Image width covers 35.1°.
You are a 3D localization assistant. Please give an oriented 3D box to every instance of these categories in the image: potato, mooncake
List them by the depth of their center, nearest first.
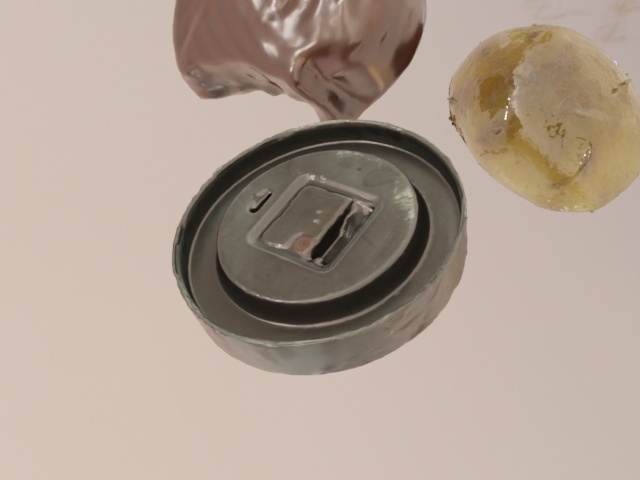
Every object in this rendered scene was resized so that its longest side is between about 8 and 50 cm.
[{"bbox_3d":[-0.045,-0.293,1.286,0.326,0.334,0.174,54,-163,27],"label":"mooncake"},{"bbox_3d":[0.313,-0.185,1.373,0.299,0.239,0.116,49,177,15],"label":"potato"}]

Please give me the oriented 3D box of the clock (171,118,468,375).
[{"bbox_3d":[0.000,0.000,0.937,0.055,0.281,0.280,70,-150,-45],"label":"clock"}]
